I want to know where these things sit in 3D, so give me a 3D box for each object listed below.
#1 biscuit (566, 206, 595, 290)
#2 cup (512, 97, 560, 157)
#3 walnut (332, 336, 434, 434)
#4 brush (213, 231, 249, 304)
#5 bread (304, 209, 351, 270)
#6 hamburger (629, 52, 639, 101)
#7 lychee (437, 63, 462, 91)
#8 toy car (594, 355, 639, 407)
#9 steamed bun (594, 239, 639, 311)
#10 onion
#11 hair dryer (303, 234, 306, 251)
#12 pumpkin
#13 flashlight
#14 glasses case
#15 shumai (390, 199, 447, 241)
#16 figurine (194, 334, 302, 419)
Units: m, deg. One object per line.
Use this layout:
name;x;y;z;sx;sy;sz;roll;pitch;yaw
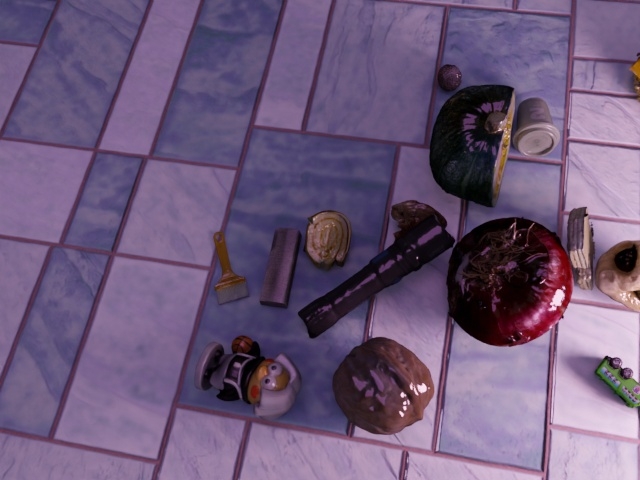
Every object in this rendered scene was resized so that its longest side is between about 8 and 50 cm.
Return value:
biscuit;0.612;0.012;1.562;0.046;0.250;0.147;-2;66;26
cup;0.574;-0.305;1.780;0.120;0.120;0.141;4;54;7
walnut;0.140;0.330;1.494;0.224;0.224;0.224;-2;66;5
brush;-0.249;0.066;1.744;0.083;0.011;0.205;-17;65;-1
bread;0.018;-0.001;1.705;0.118;0.064;0.156;9;83;-8
hamburger;0.954;-0.441;1.781;0.262;0.138;0.243;-42;71;-12
lychee;0.366;-0.463;1.890;0.067;0.068;0.083;-4;62;50
toy car;0.697;0.333;1.506;0.062;0.071;0.165;-43;69;3
steamed bun;0.752;0.067;1.545;0.172;0.155;0.140;30;55;-2
onion;0.438;0.104;1.551;0.314;0.232;0.313;-22;52;32
hair dryer;0.000;0.000;1.743;0.083;0.031;0.079;15;79;3
pumpkin;0.375;-0.250;1.690;0.197;0.263;0.292;10;67;16
flashlight;0.130;0.093;1.614;0.424;0.103;0.103;-36;68;1
glasses case;-0.101;0.068;1.709;0.071;0.047;0.204;7;68;10
shumai;0.252;-0.042;1.689;0.139;0.123;0.105;-2;77;-10
figurine;-0.158;0.316;1.562;0.236;0.133;0.176;15;56;17
